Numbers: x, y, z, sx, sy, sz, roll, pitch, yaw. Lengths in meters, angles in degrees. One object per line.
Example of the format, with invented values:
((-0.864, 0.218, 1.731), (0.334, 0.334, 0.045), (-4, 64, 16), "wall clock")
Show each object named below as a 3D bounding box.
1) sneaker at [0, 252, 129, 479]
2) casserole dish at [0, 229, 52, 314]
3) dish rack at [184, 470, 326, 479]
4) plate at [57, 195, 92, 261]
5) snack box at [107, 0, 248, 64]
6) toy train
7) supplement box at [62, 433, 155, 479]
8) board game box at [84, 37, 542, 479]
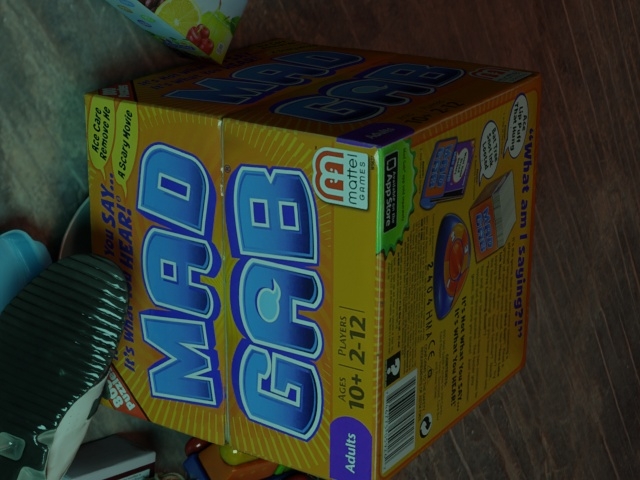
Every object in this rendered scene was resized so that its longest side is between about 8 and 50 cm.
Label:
((-0.285, 0.154, 1.421), (0.330, 0.122, 0.146), (-63, 177, 10), "sneaker")
((-0.349, 0.065, 1.382), (0.188, 0.037, 0.114), (-45, 134, -33), "casserole dish")
((-0.072, 0.305, 1.688), (0.271, 0.208, 0.074), (-37, 149, -38), "dish rack")
((-0.226, 0.018, 1.530), (0.188, 0.024, 0.188), (-24, 121, -46), "plate")
((-0.154, -0.312, 1.460), (0.207, 0.070, 0.174), (36, 74, -52), "snack box")
((-0.098, 0.238, 1.552), (0.248, 0.105, 0.143), (-8, 144, -41), "toy train")
((-0.263, 0.355, 1.567), (0.130, 0.073, 0.239), (-10, 110, -50), "supplement box")
((0.000, 0.000, 1.501), (0.356, 0.356, 0.356), (-27, 123, -52), "board game box")
